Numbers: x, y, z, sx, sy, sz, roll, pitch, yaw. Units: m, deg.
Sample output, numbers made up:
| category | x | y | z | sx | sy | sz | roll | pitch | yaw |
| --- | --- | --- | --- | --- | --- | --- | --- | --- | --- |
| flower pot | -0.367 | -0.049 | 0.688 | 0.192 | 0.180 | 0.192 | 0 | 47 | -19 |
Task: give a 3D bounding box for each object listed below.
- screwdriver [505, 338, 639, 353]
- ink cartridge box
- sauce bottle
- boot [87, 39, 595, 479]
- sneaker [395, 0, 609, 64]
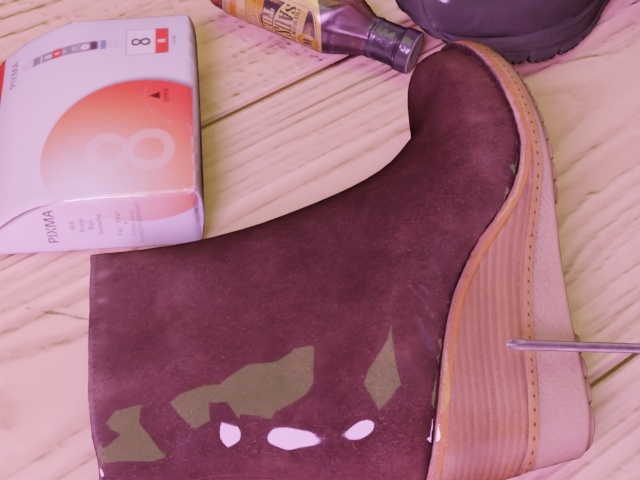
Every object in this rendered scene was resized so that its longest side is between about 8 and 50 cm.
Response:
| category | x | y | z | sx | sy | sz | roll | pitch | yaw |
| --- | --- | --- | --- | --- | --- | --- | --- | --- | --- |
| screwdriver | 0.141 | 0.046 | 0.493 | 0.170 | 0.025 | 0.024 | 4 | 86 | -28 |
| ink cartridge box | -0.152 | -0.059 | 0.605 | 0.179 | 0.045 | 0.145 | -2 | 47 | -7 |
| sauce bottle | -0.002 | -0.133 | 0.676 | 0.128 | 0.042 | 0.042 | 24 | 51 | 15 |
| boot | 0.000 | 0.000 | 0.523 | 0.207 | 0.090 | 0.248 | -1 | 51 | -6 |
| sneaker | 0.167 | -0.201 | 0.685 | 0.286 | 0.130 | 0.109 | -26 | 55 | -22 |
